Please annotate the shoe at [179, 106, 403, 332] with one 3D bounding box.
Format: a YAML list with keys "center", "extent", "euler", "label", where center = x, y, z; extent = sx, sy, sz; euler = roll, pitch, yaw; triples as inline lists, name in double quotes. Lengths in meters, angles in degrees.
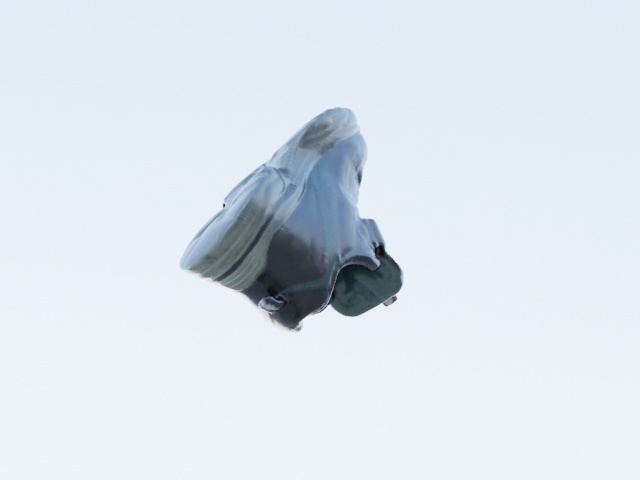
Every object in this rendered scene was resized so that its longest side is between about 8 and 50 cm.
- center: [0.000, 0.000, 0.966]
  extent: [0.071, 0.099, 0.169]
  euler: [-43, 4, 31]
  label: "shoe"
